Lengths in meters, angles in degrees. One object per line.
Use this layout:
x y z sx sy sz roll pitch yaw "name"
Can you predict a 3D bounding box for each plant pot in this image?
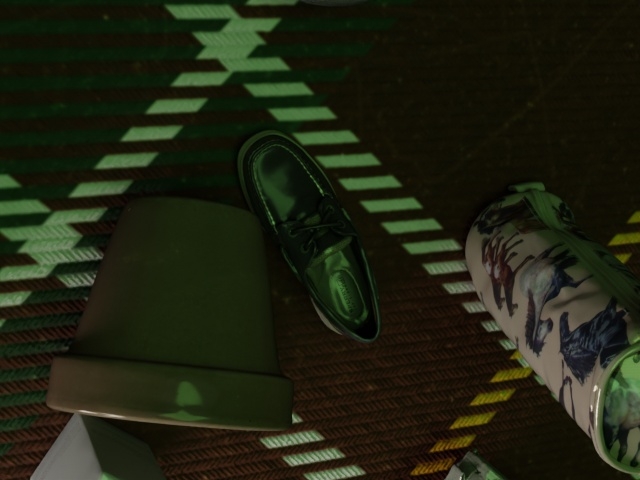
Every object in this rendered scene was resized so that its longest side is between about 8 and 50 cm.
-0.147 0.078 1.105 0.263 0.263 0.229 10 80 -24 "plant pot"

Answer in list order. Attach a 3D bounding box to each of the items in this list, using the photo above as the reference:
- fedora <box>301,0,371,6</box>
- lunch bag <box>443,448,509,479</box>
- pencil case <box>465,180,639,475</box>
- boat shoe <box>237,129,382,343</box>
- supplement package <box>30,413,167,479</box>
0.026 -0.391 1.101 0.244 0.124 0.275 12 107 -22 "fedora"
0.204 0.427 1.355 0.235 0.169 0.287 -50 119 -4 "lunch bag"
0.301 0.076 1.189 0.160 0.410 0.183 6 114 -17 "pencil case"
0.000 0.000 1.206 0.103 0.092 0.285 -31 112 -12 "boat shoe"
-0.239 0.280 1.133 0.105 0.179 0.105 35 88 -25 "supplement package"
